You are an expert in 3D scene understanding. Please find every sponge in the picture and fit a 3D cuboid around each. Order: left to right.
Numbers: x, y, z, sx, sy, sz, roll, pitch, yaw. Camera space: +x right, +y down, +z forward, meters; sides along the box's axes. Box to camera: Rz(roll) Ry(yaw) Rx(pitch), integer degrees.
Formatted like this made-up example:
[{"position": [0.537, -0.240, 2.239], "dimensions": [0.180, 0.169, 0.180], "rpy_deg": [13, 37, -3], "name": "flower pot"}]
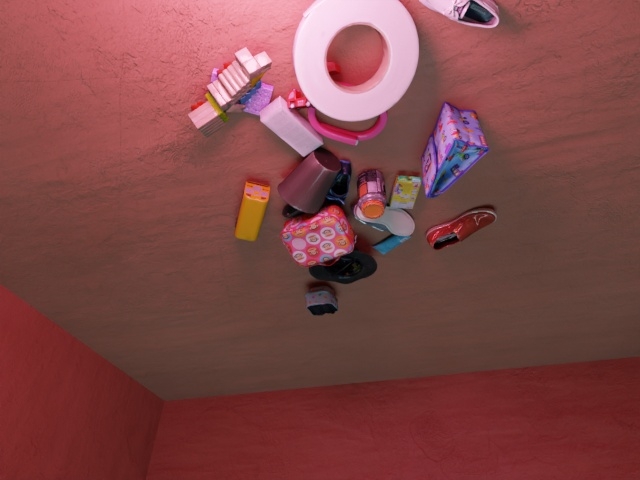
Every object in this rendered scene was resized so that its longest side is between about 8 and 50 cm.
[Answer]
[{"position": [-0.277, -0.511, 1.569], "dimensions": [0.210, 0.031, 0.117], "rpy_deg": [13, 138, -14], "name": "sponge"}]

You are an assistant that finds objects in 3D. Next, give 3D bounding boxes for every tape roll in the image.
[{"position": [0.106, -0.564, 1.383], "dimensions": [0.392, 0.072, 0.392], "rpy_deg": [-5, 125, -7], "name": "tape roll"}]

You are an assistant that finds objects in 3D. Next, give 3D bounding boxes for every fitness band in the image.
[{"position": [0.096, -0.451, 1.616], "dimensions": [0.290, 0.054, 0.209], "rpy_deg": [13, 138, -15], "name": "fitness band"}]

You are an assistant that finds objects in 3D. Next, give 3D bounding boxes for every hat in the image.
[{"position": [0.107, 0.085, 2.194], "dimensions": [0.331, 0.134, 0.331], "rpy_deg": [-2, 147, -1], "name": "hat"}]

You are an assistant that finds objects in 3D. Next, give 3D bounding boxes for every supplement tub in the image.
[{"position": [0.207, -0.185, 1.822], "dimensions": [0.117, 0.190, 0.117], "rpy_deg": [1, 140, 1], "name": "supplement tub"}]

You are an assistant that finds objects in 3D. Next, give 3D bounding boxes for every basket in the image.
[{"position": [-0.031, -0.244, 1.796], "dimensions": [0.204, 0.154, 0.227], "rpy_deg": [24, 131, -18], "name": "basket"}]

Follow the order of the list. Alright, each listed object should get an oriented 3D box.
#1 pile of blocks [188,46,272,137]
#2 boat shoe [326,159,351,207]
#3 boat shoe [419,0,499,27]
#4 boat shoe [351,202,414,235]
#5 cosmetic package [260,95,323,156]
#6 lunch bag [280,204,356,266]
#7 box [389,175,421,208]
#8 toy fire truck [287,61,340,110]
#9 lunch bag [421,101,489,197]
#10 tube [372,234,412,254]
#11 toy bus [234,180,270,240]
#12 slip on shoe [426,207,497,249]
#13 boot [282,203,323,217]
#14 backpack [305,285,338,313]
[{"position": [-0.305, -0.502, 1.496], "dimensions": [0.362, 0.149, 0.113], "rpy_deg": [-37, 85, 23], "name": "pile of blocks"}, {"position": [0.066, -0.214, 1.870], "dimensions": [0.109, 0.089, 0.258], "rpy_deg": [3, 140, -2], "name": "boat shoe"}, {"position": [0.405, -0.686, 1.307], "dimensions": [0.258, 0.084, 0.095], "rpy_deg": [9, 139, -9], "name": "boat shoe"}, {"position": [0.279, -0.101, 2.019], "dimensions": [0.319, 0.116, 0.099], "rpy_deg": [16, 178, -26], "name": "boat shoe"}, {"position": [-0.101, -0.410, 1.641], "dimensions": [0.099, 0.060, 0.239], "rpy_deg": [-26, 141, 28], "name": "cosmetic package"}, {"position": [0.000, 0.000, 1.958], "dimensions": [0.293, 0.120, 0.258], "rpy_deg": [-18, 121, 21], "name": "lunch bag"}, {"position": [0.357, -0.211, 1.905], "dimensions": [0.105, 0.043, 0.179], "rpy_deg": [4, 142, -3], "name": "box"}, {"position": [-0.026, -0.516, 1.514], "dimensions": [0.192, 0.135, 0.047], "rpy_deg": [2, -173, 28], "name": "toy fire truck"}, {"position": [0.455, -0.308, 1.648], "dimensions": [0.138, 0.221, 0.293], "rpy_deg": [13, 138, -13], "name": "lunch bag"}, {"position": [0.347, 0.008, 2.162], "dimensions": [0.080, 0.052, 0.207], "rpy_deg": [35, 134, -21], "name": "tube"}, {"position": [-0.303, -0.110, 1.967], "dimensions": [0.108, 0.130, 0.333], "rpy_deg": [12, 139, -12], "name": "toy bus"}, {"position": [0.642, -0.045, 2.051], "dimensions": [0.331, 0.101, 0.123], "rpy_deg": [-25, 132, 25], "name": "slip on shoe"}, {"position": [-0.043, -0.105, 2.026], "dimensions": [0.189, 0.076, 0.208], "rpy_deg": [-19, 143, 25], "name": "boot"}, {"position": [0.002, 0.327, 2.460], "dimensions": [0.165, 0.144, 0.188], "rpy_deg": [-10, 162, 15], "name": "backpack"}]
